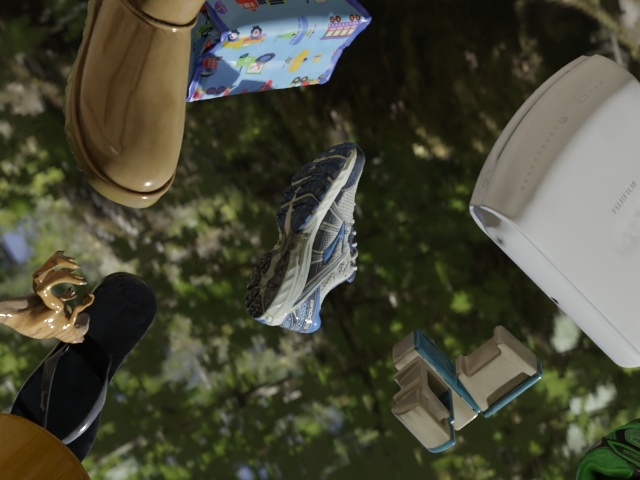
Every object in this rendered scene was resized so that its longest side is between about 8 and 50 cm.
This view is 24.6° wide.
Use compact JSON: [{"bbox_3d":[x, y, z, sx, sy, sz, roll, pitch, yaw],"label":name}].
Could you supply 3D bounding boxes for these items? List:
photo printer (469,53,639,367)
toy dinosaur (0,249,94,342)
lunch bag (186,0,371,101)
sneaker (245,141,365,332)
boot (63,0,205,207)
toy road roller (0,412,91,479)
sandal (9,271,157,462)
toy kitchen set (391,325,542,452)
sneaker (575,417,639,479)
[{"bbox_3d":[0.331,-0.043,1.701,0.256,0.307,0.107,-51,-159,-14],"label":"photo printer"},{"bbox_3d":[-0.279,0.067,1.411,0.064,0.211,0.112,40,-76,34],"label":"toy dinosaur"},{"bbox_3d":[-0.114,-0.332,1.782,0.221,0.138,0.293,-12,-115,-37],"label":"lunch bag"},{"bbox_3d":[0.000,0.000,0.976,0.052,0.058,0.135,12,-106,58],"label":"sneaker"},{"bbox_3d":[-0.092,-0.182,1.020,0.269,0.089,0.236,-40,-132,51],"label":"boot"},{"bbox_3d":[-0.226,0.289,1.258,0.329,0.241,0.202,5,-149,23],"label":"toy road roller"},{"bbox_3d":[-0.263,0.150,1.575,0.255,0.097,0.054,-63,-168,6],"label":"sandal"},{"bbox_3d":[0.184,0.159,1.702,0.166,0.122,0.207,-39,-166,16],"label":"toy kitchen set"},{"bbox_3d":[0.339,0.332,1.346,0.146,0.134,0.344,-10,-118,-44],"label":"sneaker"}]
